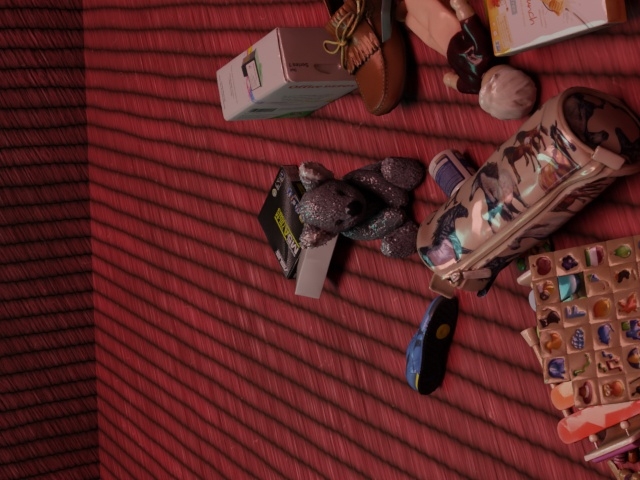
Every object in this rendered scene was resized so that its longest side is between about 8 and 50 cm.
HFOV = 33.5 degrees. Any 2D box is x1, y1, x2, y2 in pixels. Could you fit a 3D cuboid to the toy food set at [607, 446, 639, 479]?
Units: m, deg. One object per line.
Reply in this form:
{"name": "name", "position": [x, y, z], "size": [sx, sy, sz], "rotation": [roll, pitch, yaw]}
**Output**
{"name": "toy food set", "position": [0.475, 0.330, 1.606], "size": [0.078, 0.019, 0.122], "rotation": [62, 143, 31]}

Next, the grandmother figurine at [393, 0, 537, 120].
{"name": "grandmother figurine", "position": [0.243, -0.328, 1.790], "size": [0.342, 0.104, 0.208], "rotation": [55, 175, 32]}

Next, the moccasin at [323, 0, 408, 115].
{"name": "moccasin", "position": [0.064, -0.415, 2.012], "size": [0.139, 0.147, 0.380], "rotation": [-27, 73, 57]}

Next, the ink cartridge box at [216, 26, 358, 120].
{"name": "ink cartridge box", "position": [-0.059, -0.338, 2.175], "size": [0.278, 0.201, 0.117], "rotation": [-19, 80, 58]}

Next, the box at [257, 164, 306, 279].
{"name": "box", "position": [-0.066, -0.042, 2.395], "size": [0.190, 0.045, 0.184], "rotation": [63, 141, 31]}

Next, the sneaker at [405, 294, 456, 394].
{"name": "sneaker", "position": [0.196, 0.185, 1.989], "size": [0.082, 0.069, 0.209], "rotation": [45, 133, 50]}

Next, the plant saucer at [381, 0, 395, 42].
{"name": "plant saucer", "position": [0.125, -0.443, 1.930], "size": [0.067, 0.018, 0.192], "rotation": [83, -167, -47]}

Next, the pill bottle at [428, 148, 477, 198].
{"name": "pill bottle", "position": [0.245, -0.099, 1.854], "size": [0.120, 0.067, 0.067], "rotation": [57, 140, 36]}

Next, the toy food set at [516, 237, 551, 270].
{"name": "toy food set", "position": [0.349, 0.013, 1.750], "size": [0.083, 0.020, 0.082], "rotation": [-22, 77, 57]}

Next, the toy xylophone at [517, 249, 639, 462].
{"name": "toy xylophone", "position": [0.399, 0.187, 1.644], "size": [0.236, 0.081, 0.322], "rotation": [-54, 51, 48]}

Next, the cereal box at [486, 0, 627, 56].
{"name": "cereal box", "position": [0.341, -0.383, 1.584], "size": [0.240, 0.047, 0.173], "rotation": [-7, 92, 58]}

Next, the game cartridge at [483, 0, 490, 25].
{"name": "game cartridge", "position": [0.339, -0.525, 1.646], "size": [0.285, 0.053, 0.323], "rotation": [-9, 90, 59]}

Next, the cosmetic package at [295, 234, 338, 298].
{"name": "cosmetic package", "position": [0.000, 0.000, 2.236], "size": [0.099, 0.060, 0.239], "rotation": [-89, 12, -51]}

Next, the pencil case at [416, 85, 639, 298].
{"name": "pencil case", "position": [0.315, -0.068, 1.626], "size": [0.410, 0.160, 0.183], "rotation": [-46, 27, 46]}

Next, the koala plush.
{"name": "koala plush", "position": [0.052, -0.065, 2.027], "size": [0.203, 0.221, 0.196], "rotation": [16, 110, 57]}

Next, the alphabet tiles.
{"name": "alphabet tiles", "position": [0.412, 0.118, 1.544], "size": [0.198, 0.009, 0.237], "rotation": [-12, 72, 27]}
